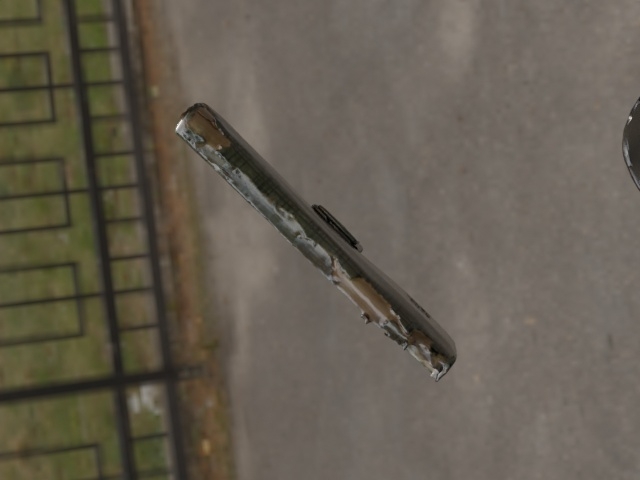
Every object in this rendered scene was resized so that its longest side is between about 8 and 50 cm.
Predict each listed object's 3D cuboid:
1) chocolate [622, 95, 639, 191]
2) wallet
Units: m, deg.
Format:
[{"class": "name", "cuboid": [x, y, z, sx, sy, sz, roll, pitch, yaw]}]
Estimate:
[{"class": "chocolate", "cuboid": [0.389, -0.060, 1.188, 0.210, 0.340, 0.225, 44, -122, -86]}, {"class": "wallet", "cuboid": [0.001, -0.001, 1.404, 0.317, 0.044, 0.169, 43, -177, 3]}]
